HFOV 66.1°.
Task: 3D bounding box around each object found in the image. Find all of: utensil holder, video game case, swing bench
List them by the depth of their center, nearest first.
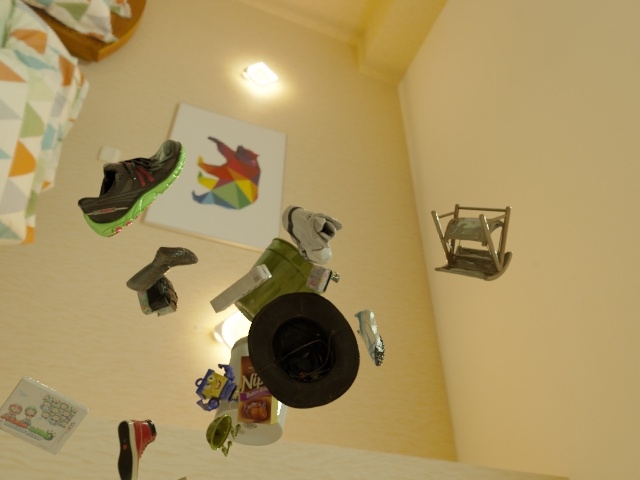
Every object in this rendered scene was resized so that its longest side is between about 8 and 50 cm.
[{"bbox_3d":[-0.621,0.390,1.091,0.143,0.157,0.019,-51,-164,11],"label":"video game case"},{"bbox_3d":[0.568,0.003,1.851,0.253,0.165,0.254,11,-68,56],"label":"swing bench"},{"bbox_3d":[-0.288,0.677,2.237,0.385,0.328,0.327,-82,-164,-51],"label":"utensil holder"}]

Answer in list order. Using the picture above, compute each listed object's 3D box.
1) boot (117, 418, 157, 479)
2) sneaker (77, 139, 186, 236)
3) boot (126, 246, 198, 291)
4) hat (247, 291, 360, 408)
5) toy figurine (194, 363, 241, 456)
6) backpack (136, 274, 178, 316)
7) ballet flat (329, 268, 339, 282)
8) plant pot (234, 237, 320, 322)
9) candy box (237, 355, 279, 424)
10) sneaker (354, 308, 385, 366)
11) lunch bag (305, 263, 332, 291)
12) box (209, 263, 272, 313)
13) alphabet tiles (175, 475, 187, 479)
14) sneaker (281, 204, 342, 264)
[{"bbox_3d":[-0.718,0.842,1.970,0.089,0.176,0.244,-19,-115,19],"label":"boot"},{"bbox_3d":[-0.658,-0.228,1.759,0.185,0.202,0.482,-18,-149,45],"label":"sneaker"},{"bbox_3d":[-0.576,0.112,1.801,0.208,0.190,0.076,-49,-127,21],"label":"boot"},{"bbox_3d":[-0.052,0.319,1.428,0.134,0.332,0.330,112,-13,-67],"label":"hat"},{"bbox_3d":[-0.393,0.604,1.882,0.191,0.218,0.362,81,28,-50],"label":"toy figurine"},{"bbox_3d":[-0.661,0.228,2.006,0.188,0.145,0.165,74,-7,-71],"label":"backpack"},{"bbox_3d":[0.036,0.126,1.818,0.041,0.114,0.041,-12,-113,30],"label":"ballet flat"},{"bbox_3d":[-0.223,0.235,2.351,0.353,0.366,0.366,-44,-174,-22],"label":"plant pot"},{"bbox_3d":[-0.177,0.427,1.417,0.053,0.109,0.186,32,56,-64],"label":"candy box"},{"bbox_3d":[0.202,0.402,2.032,0.086,0.085,0.237,-21,-103,34],"label":"sneaker"},{"bbox_3d":[0.001,0.109,1.413,0.071,0.053,0.083,-69,162,-2],"label":"lunch bag"},{"bbox_3d":[-0.343,0.208,2.097,0.324,0.063,0.067,-37,-101,29],"label":"box"},{"bbox_3d":[-0.407,0.747,1.260,0.011,0.286,0.342,45,-38,51],"label":"alphabet tiles"},{"bbox_3d":[0.000,0.000,2.069,0.210,0.365,0.137,14,-118,39],"label":"sneaker"}]
